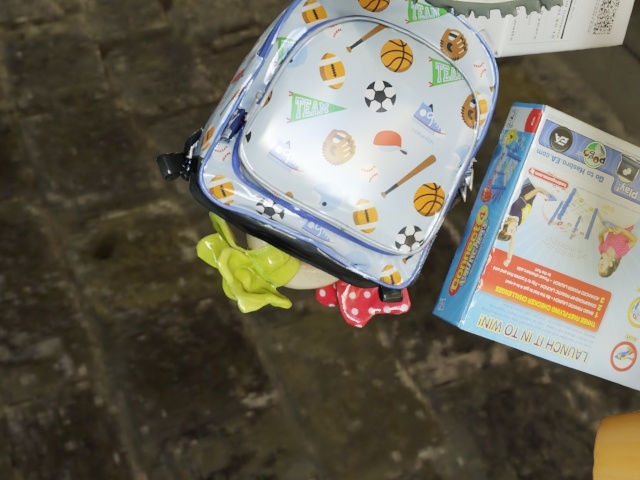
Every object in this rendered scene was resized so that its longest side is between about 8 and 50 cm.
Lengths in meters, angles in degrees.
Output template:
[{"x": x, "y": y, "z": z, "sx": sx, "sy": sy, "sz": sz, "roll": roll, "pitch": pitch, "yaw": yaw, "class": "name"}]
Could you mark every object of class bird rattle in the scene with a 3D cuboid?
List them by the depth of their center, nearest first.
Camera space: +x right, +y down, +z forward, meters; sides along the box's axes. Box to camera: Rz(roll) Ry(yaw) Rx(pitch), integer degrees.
[{"x": 0.000, "y": 0.000, "z": 1.257, "sx": 0.143, "sy": 0.253, "sz": 0.207, "roll": -128, "pitch": 45, "yaw": -58, "class": "bird rattle"}]

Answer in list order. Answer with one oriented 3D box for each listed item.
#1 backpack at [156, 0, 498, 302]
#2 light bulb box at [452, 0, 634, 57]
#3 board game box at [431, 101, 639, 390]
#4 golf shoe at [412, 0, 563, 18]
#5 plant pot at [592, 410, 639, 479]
[{"x": 0.031, "y": -0.111, "z": 1.037, "sx": 0.263, "sy": 0.276, "sz": 0.213, "roll": -65, "pitch": 15, "yaw": -11, "class": "backpack"}, {"x": 0.226, "y": -0.410, "z": 1.284, "sx": 0.225, "sy": 0.361, "sz": 0.358, "roll": 22, "pitch": 112, "yaw": 30, "class": "light bulb box"}, {"x": 0.344, "y": 0.011, "z": 1.496, "sx": 0.302, "sy": 0.308, "sz": 0.086, "roll": -69, "pitch": 22, "yaw": 2, "class": "board game box"}, {"x": 0.055, "y": -0.241, "z": 0.729, "sx": 0.273, "sy": 0.105, "sz": 0.120, "roll": 35, "pitch": 160, "yaw": 22, "class": "golf shoe"}, {"x": 0.428, "y": 0.275, "z": 1.322, "sx": 0.188, "sy": 0.205, "sz": 0.205, "roll": -2, "pitch": 107, "yaw": 28, "class": "plant pot"}]
